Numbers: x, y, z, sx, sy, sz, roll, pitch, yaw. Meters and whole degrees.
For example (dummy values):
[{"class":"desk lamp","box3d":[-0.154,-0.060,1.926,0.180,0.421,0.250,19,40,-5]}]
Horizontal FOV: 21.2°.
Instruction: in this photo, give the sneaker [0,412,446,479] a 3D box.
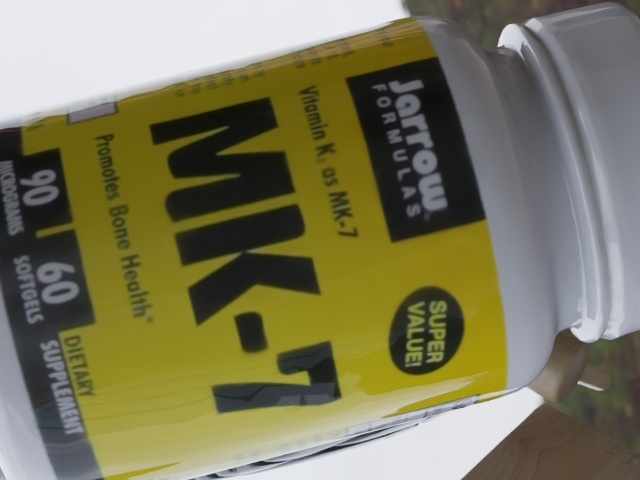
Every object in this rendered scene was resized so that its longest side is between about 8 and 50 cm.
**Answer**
[{"class":"sneaker","box3d":[-0.064,0.054,0.864,0.125,0.340,0.140,2,-104,-57]}]

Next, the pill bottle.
[{"class":"pill bottle","box3d":[0.000,0.000,0.514,0.119,0.208,0.119,165,90,-86]}]

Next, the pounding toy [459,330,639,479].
[{"class":"pounding toy","box3d":[0.130,0.138,0.874,0.181,0.094,0.206,-37,-38,-35]}]
